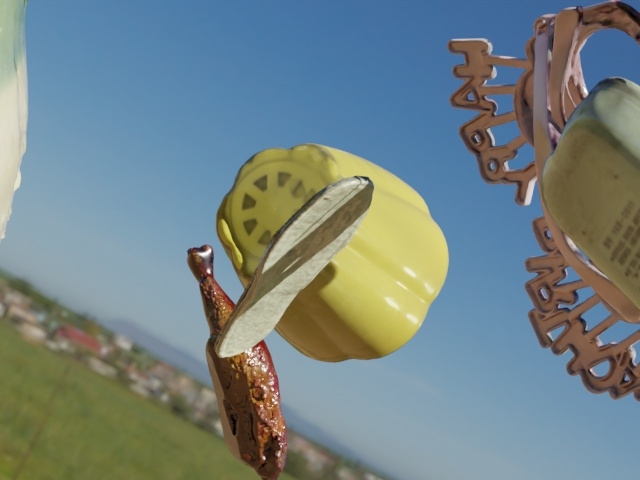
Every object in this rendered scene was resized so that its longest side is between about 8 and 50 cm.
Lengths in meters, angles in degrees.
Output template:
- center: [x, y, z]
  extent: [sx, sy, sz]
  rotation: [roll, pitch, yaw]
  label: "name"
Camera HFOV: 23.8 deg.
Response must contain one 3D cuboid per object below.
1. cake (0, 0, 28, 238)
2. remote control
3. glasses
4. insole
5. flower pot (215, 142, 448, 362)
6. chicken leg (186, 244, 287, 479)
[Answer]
- center: [-0.243, -0.088, 0.596]
  extent: [0.284, 0.158, 0.172]
  rotation: [8, 22, 11]
  label: "cake"
- center: [0.211, 0.052, 0.674]
  extent: [0.309, 0.038, 0.090]
  rotation: [48, -35, 23]
  label: "remote control"
- center: [0.139, -0.016, 0.852]
  extent: [0.095, 0.255, 0.162]
  rotation: [-16, -11, -34]
  label: "glasses"
- center: [-0.021, 0.021, 0.997]
  extent: [0.063, 0.192, 0.010]
  rotation: [-8, 57, -36]
  label: "insole"
- center: [0.000, 0.000, 1.408]
  extent: [0.195, 0.195, 0.179]
  rotation: [24, -8, 30]
  label: "flower pot"
- center: [-0.071, 0.112, 1.293]
  extent: [0.089, 0.048, 0.219]
  rotation: [7, -65, 62]
  label: "chicken leg"
